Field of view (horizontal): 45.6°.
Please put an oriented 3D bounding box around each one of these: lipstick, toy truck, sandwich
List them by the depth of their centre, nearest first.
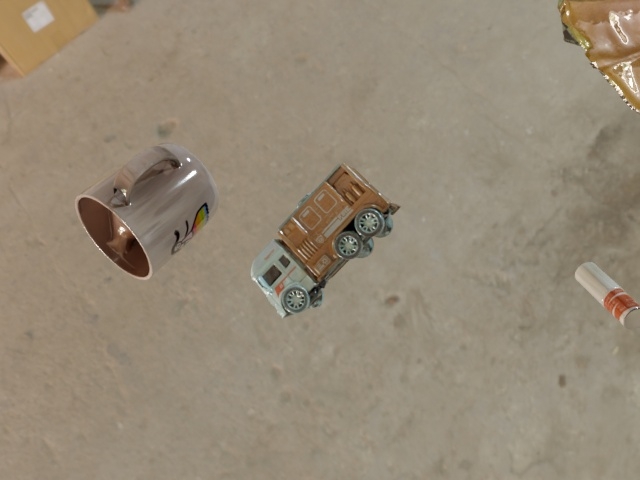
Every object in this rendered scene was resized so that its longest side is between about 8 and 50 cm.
[{"bbox_3d":[0.440,-0.298,0.996,0.108,0.186,0.220,-39,84,-27],"label":"sandwich"},{"bbox_3d":[0.433,0.081,1.141,0.038,0.038,0.130,-27,33,-1],"label":"lipstick"},{"bbox_3d":[0.000,0.000,1.468,0.162,0.136,0.305,45,100,10],"label":"toy truck"}]

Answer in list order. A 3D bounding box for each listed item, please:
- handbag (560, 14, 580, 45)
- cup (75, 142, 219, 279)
[{"bbox_3d":[0.648,-0.656,1.603,0.317,0.416,0.180,-26,33,-7],"label":"handbag"},{"bbox_3d":[-0.303,-0.080,1.373,0.191,0.253,0.200,37,59,14],"label":"cup"}]
